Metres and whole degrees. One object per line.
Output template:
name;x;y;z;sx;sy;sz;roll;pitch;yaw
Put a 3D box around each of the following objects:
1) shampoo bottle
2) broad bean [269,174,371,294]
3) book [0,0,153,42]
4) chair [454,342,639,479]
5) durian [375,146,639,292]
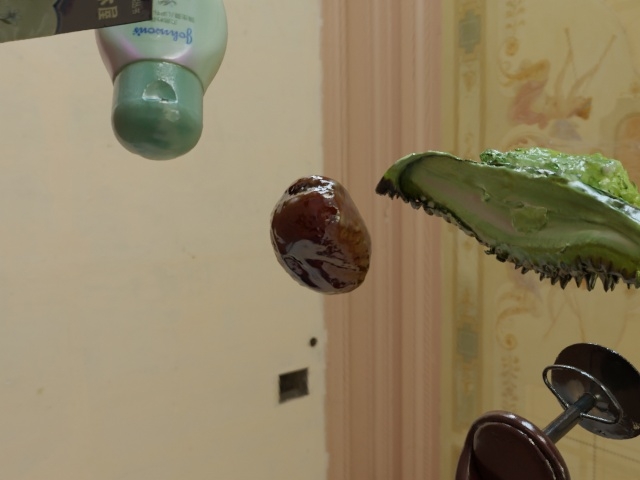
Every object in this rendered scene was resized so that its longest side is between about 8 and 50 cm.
shampoo bottle;-0.266;-0.298;1.062;0.151;0.221;0.350;129;-38;-62
broad bean;0.003;-0.002;0.981;0.229;0.156;0.122;69;24;-49
book;-0.344;-0.317;0.719;0.018;0.322;0.228;62;-25;21
chair;0.447;0.381;1.239;0.226;0.400;0.227;29;-50;41
durian;0.206;-0.016;0.566;0.375;0.106;0.132;23;-66;44
